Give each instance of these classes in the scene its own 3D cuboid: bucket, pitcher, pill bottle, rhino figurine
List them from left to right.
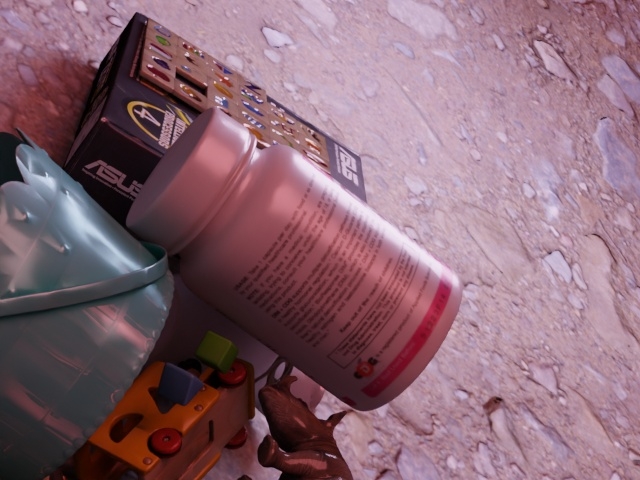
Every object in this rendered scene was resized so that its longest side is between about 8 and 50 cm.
[{"bbox_3d":[-0.266,0.062,1.444,0.183,0.281,0.281,40,33,-21],"label":"bucket"},{"bbox_3d":[-0.111,0.094,1.742,0.207,0.125,0.178,27,15,-45],"label":"pitcher"},{"bbox_3d":[-0.025,0.015,1.565,0.283,0.160,0.160,37,34,-14],"label":"pill bottle"},{"bbox_3d":[-0.013,0.207,1.431,0.106,0.073,0.243,23,37,-27],"label":"rhino figurine"}]

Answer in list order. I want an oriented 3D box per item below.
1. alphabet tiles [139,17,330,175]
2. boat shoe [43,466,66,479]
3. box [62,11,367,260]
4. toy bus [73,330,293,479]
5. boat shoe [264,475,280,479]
[{"bbox_3d":[-0.091,-0.150,1.863,0.237,0.009,0.198,32,17,-15],"label":"alphabet tiles"},{"bbox_3d":[-0.244,0.219,1.505,0.042,0.049,0.133,63,2,-49],"label":"boat shoe"},{"bbox_3d":[-0.101,-0.075,1.823,0.318,0.097,0.395,34,18,-13],"label":"box"},{"bbox_3d":[-0.138,0.163,1.580,0.104,0.191,0.202,25,2,23],"label":"toy bus"},{"bbox_3d":[-0.004,0.284,1.697,0.183,0.065,0.083,14,44,-43],"label":"boat shoe"}]
